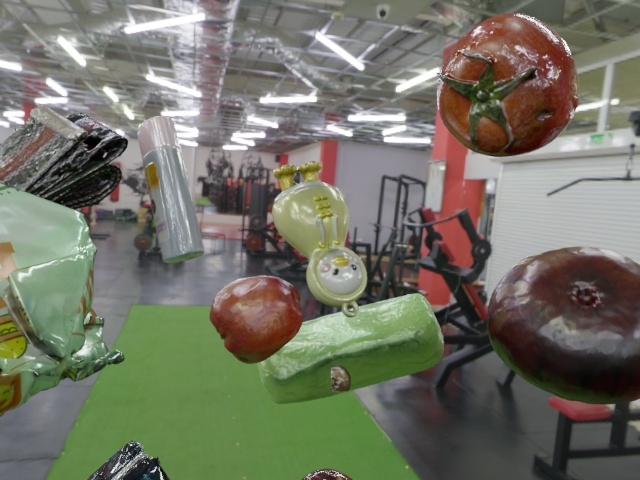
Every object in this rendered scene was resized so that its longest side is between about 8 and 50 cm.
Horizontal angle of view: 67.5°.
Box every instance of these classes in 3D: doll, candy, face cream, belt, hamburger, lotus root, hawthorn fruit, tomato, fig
[{"bbox_3d":[0.005,-0.006,0.840,0.142,0.296,0.117,-12,-28,-30],"label":"doll"},{"bbox_3d":[0.055,0.204,0.890,0.344,0.131,0.142,-14,-39,0],"label":"candy"},{"bbox_3d":[-0.215,-0.070,0.678,0.057,0.198,0.084,-12,-8,-31],"label":"face cream"},{"bbox_3d":[-0.389,-0.039,0.552,0.094,0.126,0.359,30,49,15],"label":"belt"},{"bbox_3d":[-0.273,0.057,0.389,0.125,0.214,0.235,-28,-37,15],"label":"hamburger"},{"bbox_3d":[0.030,0.204,0.709,0.030,0.037,0.083,1,-15,1],"label":"lotus root"},{"bbox_3d":[-0.094,0.114,0.735,0.138,0.132,0.133,-30,10,-6],"label":"hawthorn fruit"},{"bbox_3d":[0.230,-0.191,0.593,0.168,0.167,0.167,5,5,0],"label":"tomato"},{"bbox_3d":[0.365,0.123,0.686,0.235,0.214,0.234,7,47,-7],"label":"fig"}]

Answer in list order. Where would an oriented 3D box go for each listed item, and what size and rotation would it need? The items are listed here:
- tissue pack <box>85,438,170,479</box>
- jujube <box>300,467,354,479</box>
[{"bbox_3d":[-0.469,0.667,0.996,0.417,0.264,0.253,-40,8,-30],"label":"tissue pack"},{"bbox_3d":[0.055,0.627,0.977,0.223,0.222,0.318,2,22,-33],"label":"jujube"}]
